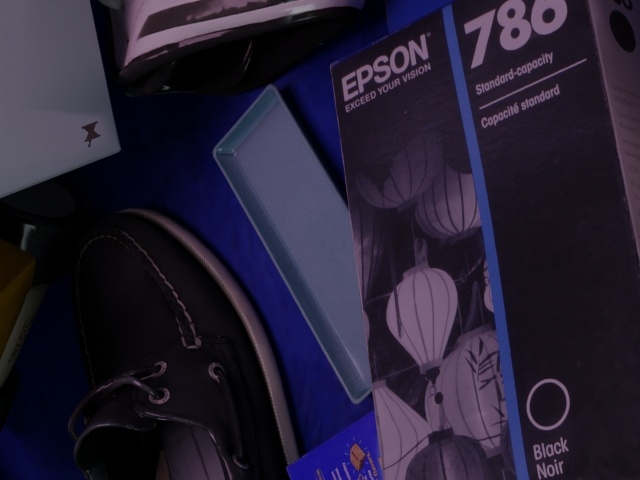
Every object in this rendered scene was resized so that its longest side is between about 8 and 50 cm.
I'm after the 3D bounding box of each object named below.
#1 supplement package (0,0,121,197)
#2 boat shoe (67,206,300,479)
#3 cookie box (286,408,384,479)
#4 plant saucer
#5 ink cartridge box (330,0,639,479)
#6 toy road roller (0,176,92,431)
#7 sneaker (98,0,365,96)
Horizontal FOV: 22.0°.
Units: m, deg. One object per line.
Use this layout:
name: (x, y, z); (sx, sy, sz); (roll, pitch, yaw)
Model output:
supplement package: (-0.276, -0.150, 0.974); (0.262, 0.199, 0.198); (38, 144, 48)
boat shoe: (-0.093, 0.128, 0.993); (0.127, 0.113, 0.340); (-34, 68, 37)
cookie box: (0.042, 0.143, 0.923); (0.107, 0.040, 0.092); (-37, 67, 35)
plant saucer: (0.000, 0.000, 0.975); (0.067, 0.018, 0.192); (-46, 61, 32)
ink cartridge box: (0.092, -0.023, 0.810); (0.165, 0.065, 0.333); (-25, 62, 37)
toy road roller: (-0.313, 0.049, 1.045); (0.240, 0.329, 0.202); (25, 112, -2)
sneaker: (-0.142, -0.228, 0.998); (0.447, 0.169, 0.258); (22, 103, 37)
